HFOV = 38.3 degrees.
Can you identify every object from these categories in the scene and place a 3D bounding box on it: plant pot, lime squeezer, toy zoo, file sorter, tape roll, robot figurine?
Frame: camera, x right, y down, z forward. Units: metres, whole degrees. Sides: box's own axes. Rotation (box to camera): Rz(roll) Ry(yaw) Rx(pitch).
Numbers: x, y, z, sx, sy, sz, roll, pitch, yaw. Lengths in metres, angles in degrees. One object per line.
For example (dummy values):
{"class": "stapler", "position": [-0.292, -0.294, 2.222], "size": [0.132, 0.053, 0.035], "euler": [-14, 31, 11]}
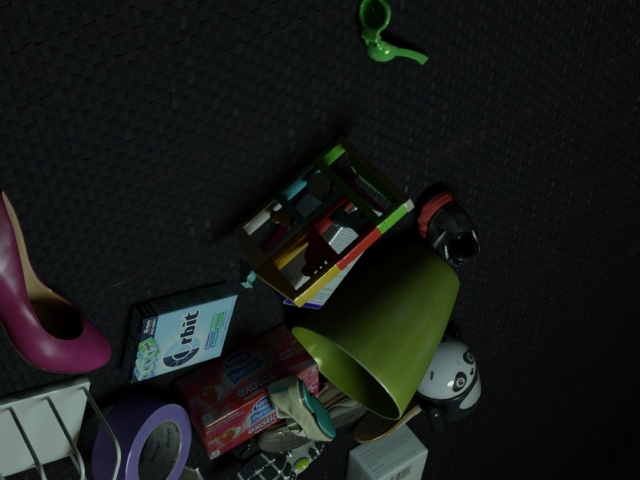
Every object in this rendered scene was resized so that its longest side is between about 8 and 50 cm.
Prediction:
{"class": "plant pot", "position": [0.138, 0.157, 1.848], "size": [0.293, 0.275, 0.274], "euler": [-49, 149, -19]}
{"class": "lime squeezer", "position": [0.107, -0.342, 1.408], "size": [0.110, 0.059, 0.310], "euler": [-38, 145, -7]}
{"class": "toy zoo", "position": [-0.016, -0.022, 1.516], "size": [0.293, 0.192, 0.030], "euler": [-42, 147, -2]}
{"class": "file sorter", "position": [-0.487, 0.376, 1.498], "size": [0.278, 0.173, 0.192], "euler": [-12, 136, -38]}
{"class": "tape roll", "position": [-0.322, 0.378, 1.676], "size": [0.189, 0.080, 0.188], "euler": [-36, 132, -53]}
{"class": "robot figurine", "position": [0.308, 0.341, 2.263], "size": [0.174, 0.209, 0.278], "euler": [-26, 145, -2]}

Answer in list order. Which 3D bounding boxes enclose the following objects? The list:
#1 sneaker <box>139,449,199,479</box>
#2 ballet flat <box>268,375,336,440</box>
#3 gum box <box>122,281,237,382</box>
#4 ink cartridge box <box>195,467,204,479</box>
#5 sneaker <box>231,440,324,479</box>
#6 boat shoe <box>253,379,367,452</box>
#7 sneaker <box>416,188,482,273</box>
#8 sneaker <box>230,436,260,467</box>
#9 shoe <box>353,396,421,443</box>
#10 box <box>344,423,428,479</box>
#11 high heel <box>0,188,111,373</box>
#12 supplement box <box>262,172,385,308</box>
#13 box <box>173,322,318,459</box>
{"class": "sneaker", "position": [-0.361, 0.464, 1.810], "size": [0.222, 0.083, 0.118], "euler": [29, 147, -33]}
{"class": "ballet flat", "position": [-0.040, 0.328, 1.766], "size": [0.086, 0.086, 0.248], "euler": [-37, 144, -8]}
{"class": "gum box", "position": [-0.248, 0.161, 1.619], "size": [0.184, 0.041, 0.156], "euler": [-14, 138, -36]}
{"class": "ink cartridge box", "position": [-0.280, 0.539, 2.018], "size": [0.048, 0.028, 0.083], "euler": [-23, 142, -27]}
{"class": "sneaker", "position": [-0.100, 0.515, 2.080], "size": [0.275, 0.107, 0.110], "euler": [-27, 170, -44]}
{"class": "boat shoe", "position": [-0.028, 0.365, 2.006], "size": [0.324, 0.116, 0.123], "euler": [-11, 148, -46]}
{"class": "sneaker", "position": [0.264, 0.021, 1.902], "size": [0.098, 0.135, 0.276], "euler": [-32, 146, -18]}
{"class": "sneaker", "position": [-0.158, 0.439, 2.008], "size": [0.089, 0.051, 0.170], "euler": [-35, 153, -16]}
{"class": "shoe", "position": [0.179, 0.461, 2.355], "size": [0.219, 0.076, 0.058], "euler": [-28, 139, -23]}
{"class": "box", "position": [0.174, 0.609, 2.476], "size": [0.181, 0.119, 0.181], "euler": [-25, 143, -25]}
{"class": "high heel", "position": [-0.382, 0.071, 1.295], "size": [0.181, 0.127, 0.377], "euler": [-37, 144, 11]}
{"class": "supplement box", "position": [0.000, 0.000, 1.629], "size": [0.114, 0.111, 0.220], "euler": [14, 117, -52]}
{"class": "box", "position": [-0.141, 0.290, 1.792], "size": [0.257, 0.128, 0.122], "euler": [-26, 142, -23]}
